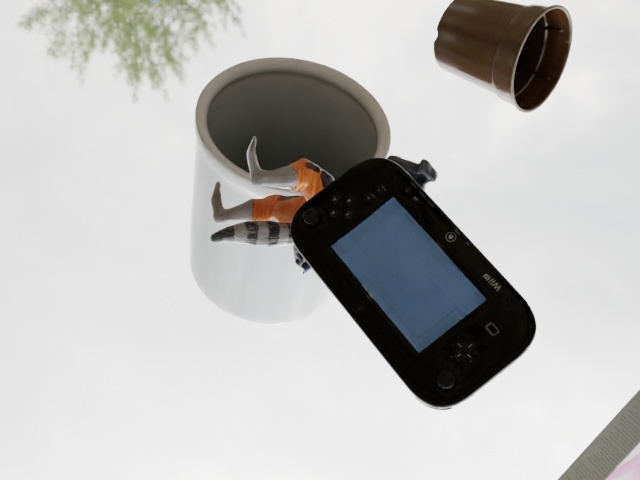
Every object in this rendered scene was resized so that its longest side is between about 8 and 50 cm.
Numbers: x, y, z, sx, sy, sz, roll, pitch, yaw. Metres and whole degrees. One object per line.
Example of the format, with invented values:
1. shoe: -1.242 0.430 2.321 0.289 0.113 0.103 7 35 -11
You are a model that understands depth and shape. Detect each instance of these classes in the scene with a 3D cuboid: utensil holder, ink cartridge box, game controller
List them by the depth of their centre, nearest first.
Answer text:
1. game controller: 0.103 0.042 1.052 0.166 0.067 0.319 -41 -116 4
2. ink cartridge box: 0.533 0.386 1.464 0.330 0.324 0.071 -52 -136 10
3. utensil holder: -0.074 -0.076 1.603 0.327 0.386 0.328 6 -132 -7

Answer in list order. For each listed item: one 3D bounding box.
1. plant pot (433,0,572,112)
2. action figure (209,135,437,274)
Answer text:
1. plant pot: 0.279 -0.305 1.391 0.165 0.167 0.167 29 -130 34
2. action figure: 0.000 0.000 1.289 0.330 0.341 0.179 21 -126 -15
